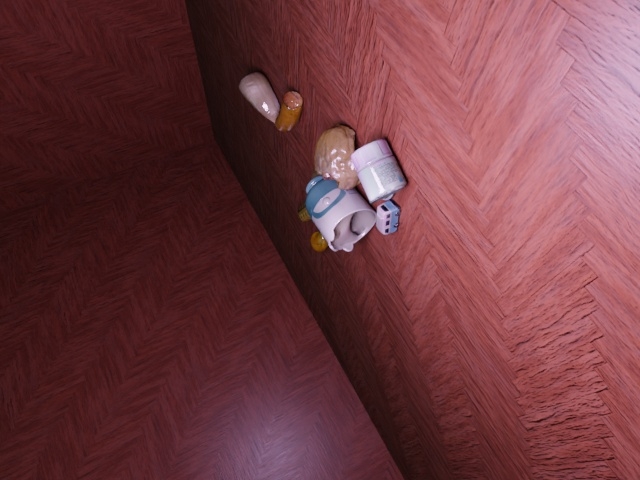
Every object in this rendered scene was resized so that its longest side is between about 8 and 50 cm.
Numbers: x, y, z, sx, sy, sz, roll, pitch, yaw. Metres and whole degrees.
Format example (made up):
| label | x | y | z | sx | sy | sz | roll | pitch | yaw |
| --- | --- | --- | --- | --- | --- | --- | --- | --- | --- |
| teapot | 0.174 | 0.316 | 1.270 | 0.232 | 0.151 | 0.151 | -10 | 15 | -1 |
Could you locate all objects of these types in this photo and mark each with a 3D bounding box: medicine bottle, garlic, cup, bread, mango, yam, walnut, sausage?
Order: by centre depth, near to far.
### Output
| label | x | y | z | sx | sy | sz | roll | pitch | yaw |
| --- | --- | --- | --- | --- | --- | --- | --- | --- | --- |
| medicine bottle | 0.183 | -0.221 | 1.397 | 0.169 | 0.135 | 0.135 | 64 | 164 | 2 |
| walnut | 0.053 | -0.310 | 1.604 | 0.238 | 0.141 | 0.204 | 48 | 137 | 29 |
| cup | 0.087 | -0.107 | 1.758 | 0.258 | 0.219 | 0.289 | 55 | -167 | 30 |
| yam | 0.000 | -0.283 | 1.907 | 0.356 | 0.081 | 0.081 | 141 | 104 | -83 |
| sausage | -0.144 | -0.570 | 1.994 | 0.109 | 0.108 | 0.270 | 65 | 163 | 2 |
| garlic | -0.278 | -0.715 | 2.209 | 0.338 | 0.151 | 0.196 | 53 | -172 | 16 |
| bread | -0.060 | -0.160 | 2.317 | 0.098 | 0.087 | 0.269 | 63 | 165 | -3 |
| mango | 0.001 | 0.007 | 2.369 | 0.165 | 0.089 | 0.115 | -171 | 68 | -67 |

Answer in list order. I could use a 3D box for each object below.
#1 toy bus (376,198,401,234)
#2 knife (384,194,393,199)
| label | x | y | z | sx | sy | sz | roll | pitch | yaw |
| --- | --- | --- | --- | --- | --- | --- | --- | --- | --- |
| toy bus | 0.233 | -0.076 | 1.542 | 0.060 | 0.074 | 0.123 | 53 | 159 | 37 |
| knife | 0.172 | -0.216 | 1.613 | 0.343 | 0.027 | 0.061 | -134 | 40 | -54 |
